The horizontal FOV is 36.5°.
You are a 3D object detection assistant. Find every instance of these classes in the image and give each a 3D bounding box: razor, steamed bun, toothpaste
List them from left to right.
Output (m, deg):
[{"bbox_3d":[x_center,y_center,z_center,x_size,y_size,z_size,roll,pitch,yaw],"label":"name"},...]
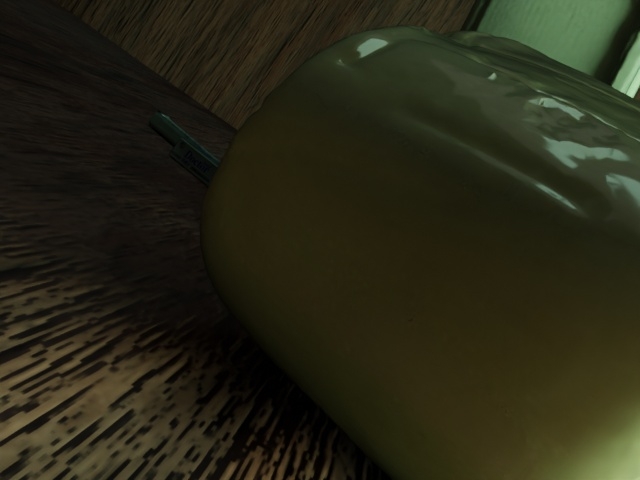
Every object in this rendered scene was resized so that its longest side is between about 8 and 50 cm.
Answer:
[{"bbox_3d":[-0.192,-0.141,1.570,0.278,0.056,0.111,30,-1,38],"label":"razor"},{"bbox_3d":[-0.152,-0.094,1.422,0.164,0.034,0.046,38,6,30],"label":"toothpaste"},{"bbox_3d":[0.144,0.035,0.683,0.371,0.290,0.456,37,23,28],"label":"steamed bun"}]

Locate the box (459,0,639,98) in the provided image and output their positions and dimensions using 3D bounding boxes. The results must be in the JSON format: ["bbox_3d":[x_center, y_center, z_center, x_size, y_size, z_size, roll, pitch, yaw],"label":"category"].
[{"bbox_3d":[0.219,-0.148,1.007,0.182,0.311,0.175,29,2,16],"label":"box"}]
